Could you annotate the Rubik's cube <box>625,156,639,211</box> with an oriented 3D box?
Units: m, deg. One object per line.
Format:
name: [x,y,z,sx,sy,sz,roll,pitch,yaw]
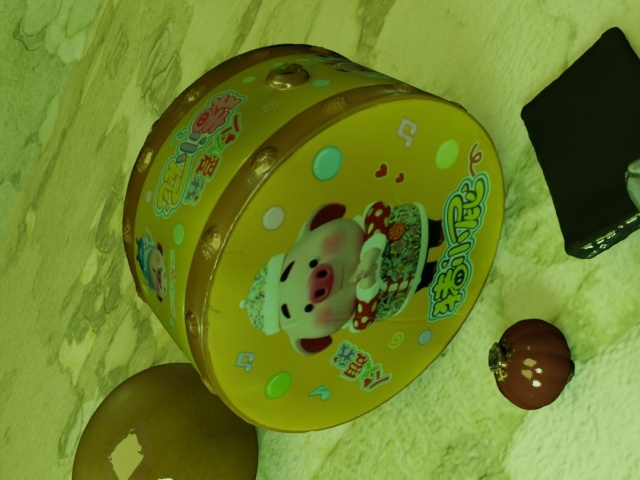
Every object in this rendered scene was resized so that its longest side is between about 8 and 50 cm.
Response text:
Rubik's cube: [0.412,-0.001,0.442,0.259,0.260,0.255,-39,51,32]

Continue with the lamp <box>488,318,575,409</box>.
lamp: [0.231,0.136,0.728,0.101,0.090,0.101,-166,90,-87]

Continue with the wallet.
wallet: [0.293,-0.109,0.694,0.146,0.030,0.285,-38,30,31]

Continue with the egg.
egg: [-0.246,0.365,1.050,0.282,0.282,0.351,41,114,45]

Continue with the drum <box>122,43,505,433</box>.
drum: [0.000,0.000,0.781,0.214,0.431,0.431,36,107,46]
